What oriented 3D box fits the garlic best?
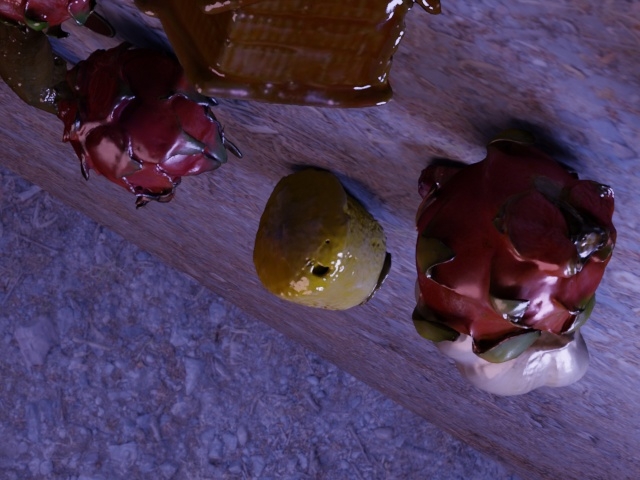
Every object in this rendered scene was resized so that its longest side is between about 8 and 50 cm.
[{"bbox_3d":[0.229,0.099,1.680,0.281,0.185,0.203,26,-162,-14],"label":"garlic"}]

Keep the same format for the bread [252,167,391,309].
[{"bbox_3d":[-0.001,0.003,1.837,0.197,0.197,0.170,17,175,44],"label":"bread"}]

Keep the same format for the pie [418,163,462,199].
[{"bbox_3d":[0.186,-0.044,1.536,0.154,0.036,0.154,27,167,7],"label":"pie"}]

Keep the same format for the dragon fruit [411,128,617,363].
[{"bbox_3d":[0.199,0.011,1.316,0.224,0.224,0.227,28,161,6],"label":"dragon fruit"}]

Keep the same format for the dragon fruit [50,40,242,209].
[{"bbox_3d":[-0.223,-0.151,1.665,0.274,0.192,0.193,20,162,-17],"label":"dragon fruit"}]

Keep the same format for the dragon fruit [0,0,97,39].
[{"bbox_3d":[-0.335,-0.318,1.403,0.236,0.135,0.137,45,177,28],"label":"dragon fruit"}]

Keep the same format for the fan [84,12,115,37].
[{"bbox_3d":[-0.333,-0.309,1.692,0.133,0.005,0.085,31,168,-14],"label":"fan"}]

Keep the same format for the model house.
[{"bbox_3d":[-0.027,-0.234,1.006,0.219,0.199,0.229,-7,153,-25],"label":"model house"}]

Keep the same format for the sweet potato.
[{"bbox_3d":[-0.419,-0.261,1.872,0.124,0.098,0.310,4,159,13],"label":"sweet potato"}]
